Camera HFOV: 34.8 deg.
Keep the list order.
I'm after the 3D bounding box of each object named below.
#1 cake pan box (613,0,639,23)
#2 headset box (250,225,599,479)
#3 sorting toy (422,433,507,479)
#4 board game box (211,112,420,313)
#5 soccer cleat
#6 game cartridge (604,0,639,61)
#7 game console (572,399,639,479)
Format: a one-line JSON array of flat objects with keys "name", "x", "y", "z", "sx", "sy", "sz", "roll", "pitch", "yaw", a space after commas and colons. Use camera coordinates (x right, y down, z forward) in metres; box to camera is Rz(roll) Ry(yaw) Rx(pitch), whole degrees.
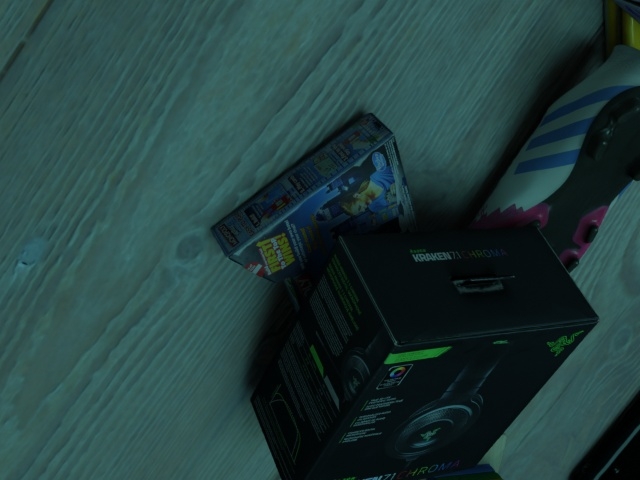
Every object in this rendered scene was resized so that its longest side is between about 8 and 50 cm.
[{"name": "cake pan box", "x": 0.446, "y": -0.287, "z": 1.041, "sx": 0.266, "sy": 0.070, "sz": 0.246, "roll": 26, "pitch": 98, "yaw": -33}, {"name": "headset box", "x": 0.099, "y": 0.115, "z": 1.016, "sx": 0.246, "sy": 0.131, "sz": 0.283, "roll": -2, "pitch": 138, "yaw": -32}, {"name": "sorting toy", "x": 0.103, "y": 0.364, "z": 1.235, "sx": 0.255, "sy": 0.089, "sz": 0.257, "roll": 1, "pitch": 114, "yaw": -25}, {"name": "board game box", "x": 0.000, "y": 0.000, "z": 1.028, "sx": 0.194, "sy": 0.060, "sz": 0.194, "roll": -25, "pitch": 126, "yaw": -9}, {"name": "soccer cleat", "x": 0.256, "y": -0.064, "z": 1.094, "sx": 0.116, "sy": 0.143, "sz": 0.331, "roll": 27, "pitch": 124, "yaw": -19}, {"name": "game cartridge", "x": 0.454, "y": -0.288, "z": 1.109, "sx": 0.323, "sy": 0.053, "sz": 0.285, "roll": -20, "pitch": 121, "yaw": -14}, {"name": "game console", "x": 0.565, "y": 0.268, "z": 1.435, "sx": 0.342, "sy": 0.060, "sz": 0.387, "roll": 36, "pitch": 95, "yaw": -28}]
